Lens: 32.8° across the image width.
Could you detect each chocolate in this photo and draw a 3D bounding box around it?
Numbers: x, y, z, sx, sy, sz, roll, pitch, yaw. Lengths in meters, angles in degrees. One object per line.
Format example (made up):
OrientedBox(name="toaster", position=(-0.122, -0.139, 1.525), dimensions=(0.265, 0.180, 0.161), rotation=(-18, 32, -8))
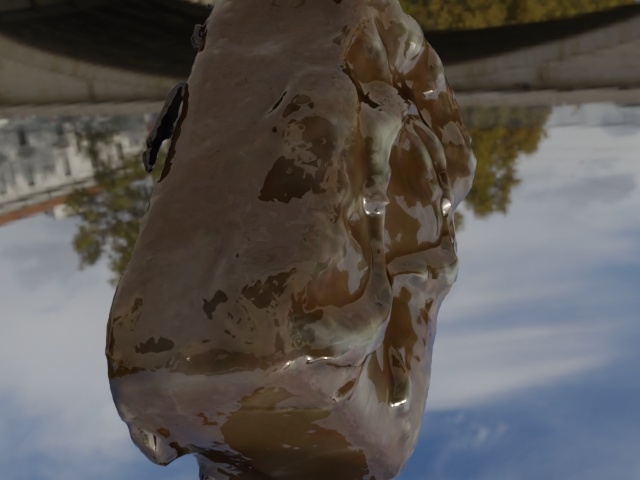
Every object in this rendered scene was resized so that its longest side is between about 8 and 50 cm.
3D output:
OrientedBox(name="chocolate", position=(0.000, 0.000, 0.459), dimensions=(0.093, 0.148, 0.214), rotation=(-7, -123, 29))
